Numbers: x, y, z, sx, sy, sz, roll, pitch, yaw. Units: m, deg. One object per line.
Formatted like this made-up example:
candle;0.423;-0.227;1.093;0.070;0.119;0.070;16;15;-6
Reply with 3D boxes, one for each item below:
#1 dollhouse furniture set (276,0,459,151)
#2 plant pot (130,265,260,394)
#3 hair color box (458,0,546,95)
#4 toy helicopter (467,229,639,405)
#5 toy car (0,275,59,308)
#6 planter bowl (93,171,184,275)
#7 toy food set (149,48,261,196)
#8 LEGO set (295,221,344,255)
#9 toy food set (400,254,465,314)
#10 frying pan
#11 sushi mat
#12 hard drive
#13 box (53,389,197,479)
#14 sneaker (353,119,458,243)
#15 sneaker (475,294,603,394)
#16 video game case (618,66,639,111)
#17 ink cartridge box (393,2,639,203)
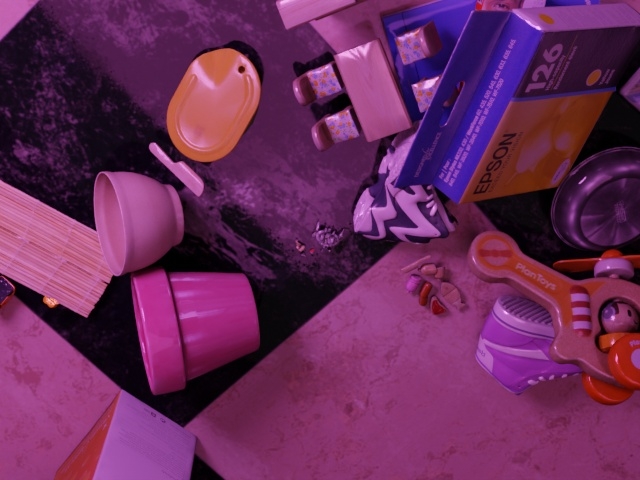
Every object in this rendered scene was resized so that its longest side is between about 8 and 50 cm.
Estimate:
dollhouse furniture set;0.052;-0.258;1.412;0.212;0.161;0.242;-17;105;23
plant pot;-0.199;0.131;1.576;0.180;0.201;0.201;-11;111;-14
hair color box;0.266;-0.286;1.452;0.093;0.053;0.167;8;109;-4
toy helicopter;0.400;0.080;1.545;0.355;0.140;0.235;31;68;6
toy car;-0.491;0.104;1.615;0.122;0.040;0.060;23;87;7
planter bowl;-0.277;-0.033;1.531;0.109;0.162;0.162;-9;113;-26
toy food set;-0.164;-0.191;1.517;0.128;0.071;0.218;36;105;11
LEGO set;0.000;0.003;1.611;0.083;0.023;0.054;-38;107;12
toy food set;0.184;0.078;1.650;0.078;0.019;0.122;-28;117;9
frying pan;0.530;-0.060;1.585;0.326;0.053;0.197;-2;125;-11
sushi mat;-0.486;-0.004;1.596;0.316;0.019;0.151;29;108;-12
hard drive;0.274;-0.285;1.503;0.318;0.040;0.210;-16;110;4
box;-0.340;0.440;1.594;0.168;0.345;0.215;36;105;-14
sneaker;0.166;-0.078;1.536;0.153;0.094;0.235;19;124;-17
sneaker;0.401;0.201;1.668;0.282;0.102;0.161;18;116;-1
video game case;0.678;-0.253;1.485;0.300;0.036;0.329;41;105;3
ink cartridge box;0.286;-0.188;1.399;0.307;0.072;0.304;-13;141;-35
